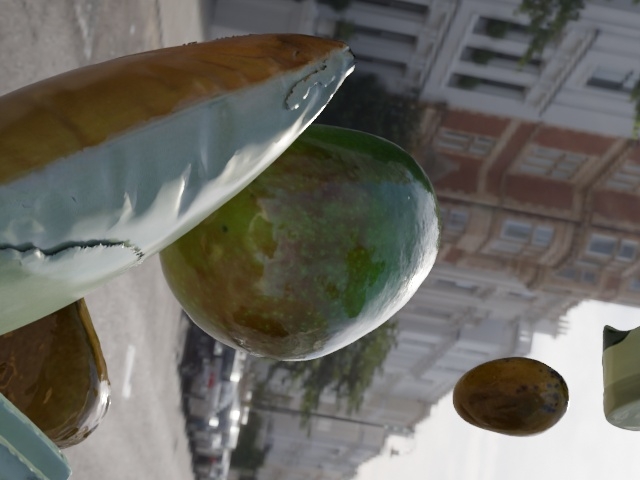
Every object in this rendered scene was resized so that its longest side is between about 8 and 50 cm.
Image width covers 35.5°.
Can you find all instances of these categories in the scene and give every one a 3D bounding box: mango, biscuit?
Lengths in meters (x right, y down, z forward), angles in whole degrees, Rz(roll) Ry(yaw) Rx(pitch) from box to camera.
[{"bbox_3d":[0.000,0.000,0.981,0.382,0.201,0.225,-1,86,-55],"label":"mango"},{"bbox_3d":[-0.286,0.083,0.775,0.057,0.288,0.343,61,42,-63],"label":"biscuit"},{"bbox_3d":[0.175,0.146,0.927,0.057,0.114,0.078,-46,116,-51],"label":"mango"}]

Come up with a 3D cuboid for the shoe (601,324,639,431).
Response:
[{"bbox_3d":[0.367,0.082,0.896,0.265,0.095,0.110,-28,-133,29],"label":"shoe"}]

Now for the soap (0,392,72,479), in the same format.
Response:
[{"bbox_3d":[-0.183,0.071,0.349,0.198,0.115,0.063,56,-8,-35],"label":"soap"}]

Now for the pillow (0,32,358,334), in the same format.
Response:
[{"bbox_3d":[-0.166,-0.020,0.587,0.310,0.119,0.312,-19,-171,45],"label":"pillow"}]
